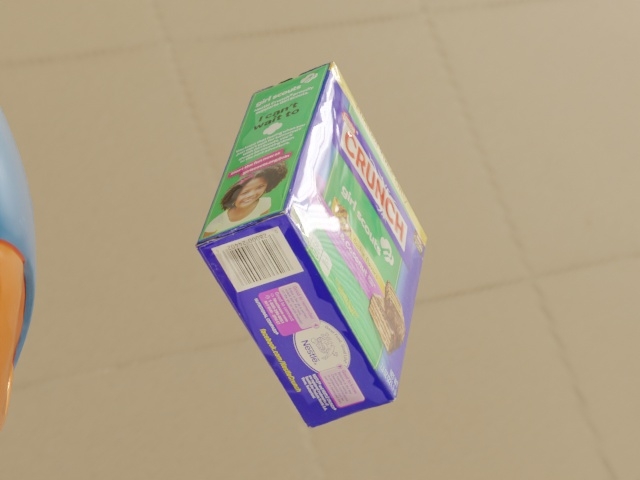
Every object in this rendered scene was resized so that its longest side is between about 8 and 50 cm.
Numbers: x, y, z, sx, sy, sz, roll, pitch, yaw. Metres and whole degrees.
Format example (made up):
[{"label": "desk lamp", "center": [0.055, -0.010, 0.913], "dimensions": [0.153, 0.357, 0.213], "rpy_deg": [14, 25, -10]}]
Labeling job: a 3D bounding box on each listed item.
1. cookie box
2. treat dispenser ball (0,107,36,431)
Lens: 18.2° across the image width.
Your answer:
[{"label": "cookie box", "center": [0.000, 0.000, 0.753], "dimensions": [0.092, 0.040, 0.107], "rpy_deg": [60, 24, -27]}, {"label": "treat dispenser ball", "center": [-0.246, 0.012, 0.708], "dimensions": [0.288, 0.288, 0.288], "rpy_deg": [12, 61, -23]}]
